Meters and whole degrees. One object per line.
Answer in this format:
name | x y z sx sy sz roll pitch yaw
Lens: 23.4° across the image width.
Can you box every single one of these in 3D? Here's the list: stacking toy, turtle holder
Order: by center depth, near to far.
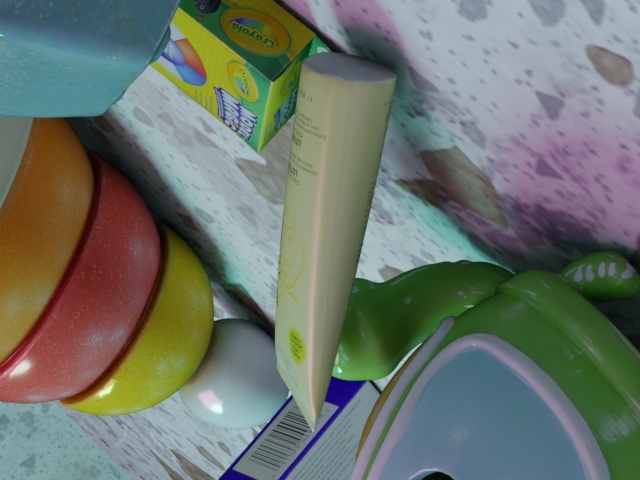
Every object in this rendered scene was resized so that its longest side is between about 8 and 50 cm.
turtle holder | 0.123 0.135 0.996 0.320 0.227 0.243 57 171 8
stacking toy | -0.233 0.065 1.570 0.480 0.350 0.351 32 168 -29

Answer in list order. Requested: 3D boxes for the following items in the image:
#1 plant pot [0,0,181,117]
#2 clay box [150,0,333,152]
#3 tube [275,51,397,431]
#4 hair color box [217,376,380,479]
plant pot | -0.192 -0.201 0.895 0.252 0.247 0.248 28 164 -13
clay box | -0.085 -0.148 1.074 0.222 0.053 0.127 40 162 8
tube | 0.000 0.000 1.012 0.062 0.070 0.240 18 114 19
hair color box | 0.059 0.311 1.613 0.339 0.185 0.110 51 160 -25
